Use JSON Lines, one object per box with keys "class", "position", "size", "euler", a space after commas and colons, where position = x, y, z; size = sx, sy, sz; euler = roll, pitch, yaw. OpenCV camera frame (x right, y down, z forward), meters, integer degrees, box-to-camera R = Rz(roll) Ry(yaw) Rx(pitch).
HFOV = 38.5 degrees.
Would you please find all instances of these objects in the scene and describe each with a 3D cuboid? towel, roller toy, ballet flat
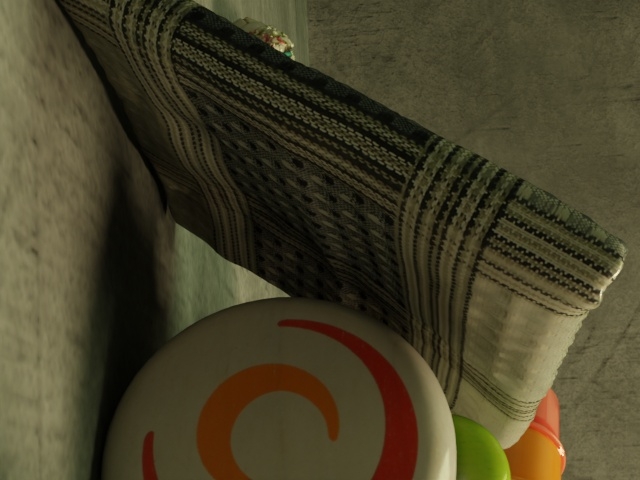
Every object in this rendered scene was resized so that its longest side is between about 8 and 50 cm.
{"class": "towel", "position": [0.000, 0.000, 0.539], "size": [0.056, 0.312, 0.324], "euler": [-54, 164, -16]}
{"class": "roller toy", "position": [-0.019, 0.143, 0.527], "size": [0.209, 0.191, 0.146], "euler": [40, -24, 30]}
{"class": "ballet flat", "position": [-0.077, -0.211, 1.039], "size": [0.077, 0.091, 0.241], "euler": [56, 1, -3]}

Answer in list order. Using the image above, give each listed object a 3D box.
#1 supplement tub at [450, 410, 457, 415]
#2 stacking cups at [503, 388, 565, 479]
{"class": "supplement tub", "position": [0.022, 0.229, 0.744], "size": [0.324, 0.236, 0.235], "euler": [-90, 175, -47]}
{"class": "stacking cups", "position": [0.111, 0.205, 0.587], "size": [0.316, 0.096, 0.096], "euler": [-67, 155, -59]}
